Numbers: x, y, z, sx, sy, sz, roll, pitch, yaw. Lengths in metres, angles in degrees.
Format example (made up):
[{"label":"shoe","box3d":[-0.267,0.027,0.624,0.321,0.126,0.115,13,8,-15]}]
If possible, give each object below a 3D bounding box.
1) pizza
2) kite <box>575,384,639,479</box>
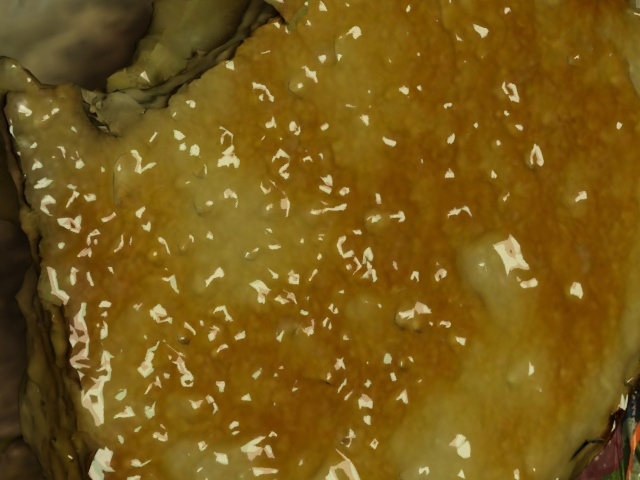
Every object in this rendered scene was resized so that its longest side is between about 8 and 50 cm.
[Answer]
[{"label":"pizza","box3d":[0.000,0.000,0.611,0.223,0.089,0.323,52,60,-15]},{"label":"kite","box3d":[0.123,0.084,0.735,0.321,0.016,0.234,-8,98,-23]}]
